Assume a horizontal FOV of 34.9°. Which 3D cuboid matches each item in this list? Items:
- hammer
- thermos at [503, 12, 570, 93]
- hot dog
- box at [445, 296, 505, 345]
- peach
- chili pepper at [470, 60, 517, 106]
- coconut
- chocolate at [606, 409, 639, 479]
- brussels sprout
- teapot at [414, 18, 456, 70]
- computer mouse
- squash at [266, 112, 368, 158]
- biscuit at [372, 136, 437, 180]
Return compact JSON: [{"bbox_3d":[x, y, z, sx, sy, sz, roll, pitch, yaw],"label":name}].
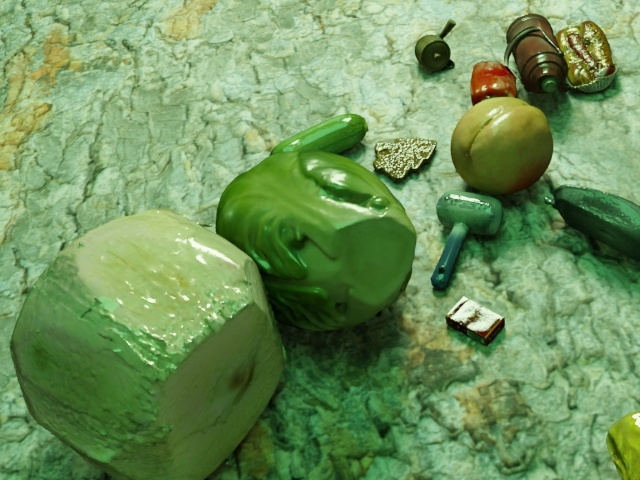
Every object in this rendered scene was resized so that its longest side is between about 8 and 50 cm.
[{"bbox_3d":[0.234,0.001,1.736,0.116,0.069,0.194,14,60,24],"label":"hammer"},{"bbox_3d":[0.426,-0.346,1.963,0.099,0.124,0.232,-45,26,27],"label":"thermos"},{"bbox_3d":[0.524,-0.365,2.010,0.108,0.059,0.191,-14,48,9],"label":"hot dog"},{"bbox_3d":[0.248,0.129,1.633,0.082,0.023,0.051,28,58,33],"label":"box"},{"bbox_3d":[0.316,-0.165,1.793,0.184,0.184,0.184,-7,46,7],"label":"peach"},{"bbox_3d":[0.331,-0.275,1.955,0.086,0.084,0.192,-23,37,32],"label":"chili pepper"},{"bbox_3d":[-0.266,0.141,1.502,0.405,0.404,0.404,-7,46,7],"label":"coconut"},{"bbox_3d":[0.475,0.401,1.250,0.162,0.162,0.445,-18,43,-4],"label":"chocolate"},{"bbox_3d":[0.005,0.000,1.620,0.281,0.289,0.355,-36,24,-20],"label":"brussels sprout"},{"bbox_3d":[0.247,-0.402,2.087,0.085,0.110,0.080,20,21,-27],"label":"teapot"},{"bbox_3d":[0.479,-0.041,1.682,0.229,0.113,0.068,32,76,31],"label":"computer mouse"},{"bbox_3d":[-0.010,-0.184,1.957,0.219,0.068,0.077,-28,49,-12],"label":"squash"},{"bbox_3d":[0.162,-0.158,1.926,0.130,0.019,0.119,-20,46,-5],"label":"biscuit"}]
